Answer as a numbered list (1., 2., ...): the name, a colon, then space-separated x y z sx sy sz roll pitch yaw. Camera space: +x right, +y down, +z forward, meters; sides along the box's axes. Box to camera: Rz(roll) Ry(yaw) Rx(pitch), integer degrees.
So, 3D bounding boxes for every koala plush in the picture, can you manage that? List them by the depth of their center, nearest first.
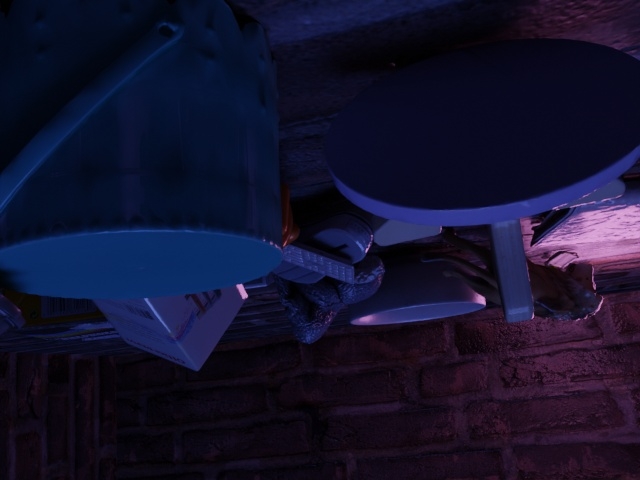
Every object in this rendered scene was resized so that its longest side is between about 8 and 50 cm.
1. koala plush: 0.029 0.087 1.226 0.221 0.203 0.196 -18 166 1

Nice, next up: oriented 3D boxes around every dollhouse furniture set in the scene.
1. dollhouse furniture set: 0.620 0.055 1.634 0.076 0.059 0.152 12 139 -32

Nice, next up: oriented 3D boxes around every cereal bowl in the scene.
1. cereal bowl: 0.229 0.117 1.476 0.338 0.141 0.339 -5 167 -1

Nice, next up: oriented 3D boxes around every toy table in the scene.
1. toy table: 0.157 -0.067 0.567 0.274 0.252 0.161 -1 151 17

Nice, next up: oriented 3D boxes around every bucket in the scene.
1. bucket: -0.159 -0.060 0.511 0.281 0.183 0.281 -6 165 -2

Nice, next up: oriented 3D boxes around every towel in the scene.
1. towel: 0.589 -0.056 1.114 0.331 0.054 0.317 -6 167 3

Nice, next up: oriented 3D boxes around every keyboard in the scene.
1. keyboard: -0.066 0.013 0.945 0.256 0.014 0.072 19 151 12

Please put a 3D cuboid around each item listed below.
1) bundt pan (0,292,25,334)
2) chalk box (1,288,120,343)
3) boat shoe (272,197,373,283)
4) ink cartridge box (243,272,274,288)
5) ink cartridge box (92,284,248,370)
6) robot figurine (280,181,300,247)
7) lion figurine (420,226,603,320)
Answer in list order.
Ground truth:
1. bundt pan: -0.389 0.004 0.428 0.330 0.124 0.331 27 153 15
2. chalk box: -0.345 0.060 0.940 0.180 0.179 0.289 -6 167 -4
3. boat shoe: 0.000 0.000 0.998 0.109 0.094 0.302 47 149 -18
4. ink cartridge box: -0.184 0.089 1.447 0.145 0.045 0.179 -8 -176 5
5. ink cartridge box: -0.192 0.047 0.725 0.128 0.127 0.176 15 143 26
6. robot figurine: -0.123 -0.019 0.817 0.158 0.128 0.219 -32 -178 -35
7. lion figurine: 0.403 0.088 1.236 0.392 0.142 0.240 -1 -150 -41
